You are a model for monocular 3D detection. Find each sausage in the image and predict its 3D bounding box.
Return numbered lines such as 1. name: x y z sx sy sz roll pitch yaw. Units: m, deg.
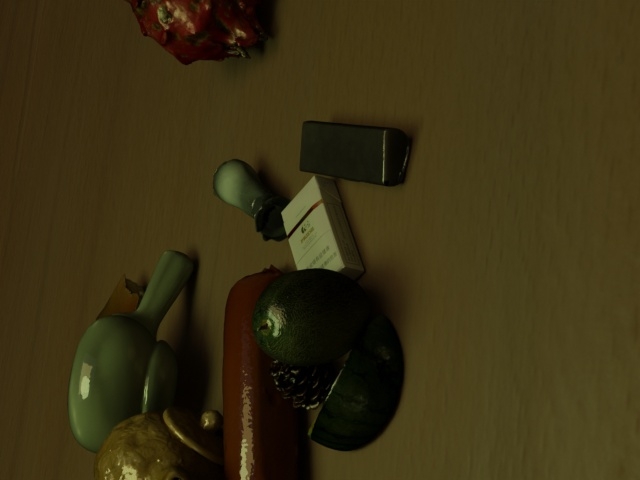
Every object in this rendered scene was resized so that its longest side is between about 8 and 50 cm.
1. sausage: -0.081 0.193 1.140 0.097 0.094 0.348 -26 58 40

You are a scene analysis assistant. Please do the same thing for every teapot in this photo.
1. teapot: -0.284 0.163 1.330 0.220 0.149 0.318 121 156 -84
2. teapot: -0.184 0.294 1.179 0.167 0.203 0.311 -54 3 2

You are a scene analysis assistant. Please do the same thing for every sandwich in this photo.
1. sandwich: -0.329 0.162 1.517 0.162 0.058 0.193 -54 39 27

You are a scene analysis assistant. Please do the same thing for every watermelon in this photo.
1. watermelon: 0.048 0.184 1.019 0.075 0.092 0.181 30 105 7

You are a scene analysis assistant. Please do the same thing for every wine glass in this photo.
1. wine glass: -0.097 -0.060 1.263 0.155 0.072 0.072 40 112 50

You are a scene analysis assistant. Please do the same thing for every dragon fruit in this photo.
1. dragon fruit: -0.191 -0.379 1.398 0.268 0.205 0.210 39 147 14

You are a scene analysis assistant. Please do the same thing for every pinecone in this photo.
1. pinecone: -0.023 0.167 1.080 0.077 0.083 0.077 -17 55 27

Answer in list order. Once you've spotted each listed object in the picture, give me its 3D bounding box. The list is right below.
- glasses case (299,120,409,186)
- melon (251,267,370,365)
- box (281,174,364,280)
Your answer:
1. glasses case: 0.038 -0.113 1.122 0.190 0.042 0.072 16 98 54
2. melon: -0.013 0.088 1.019 0.114 0.167 0.114 5 97 43
3. box: 0.000 0.000 1.139 0.084 0.040 0.154 -49 43 36
